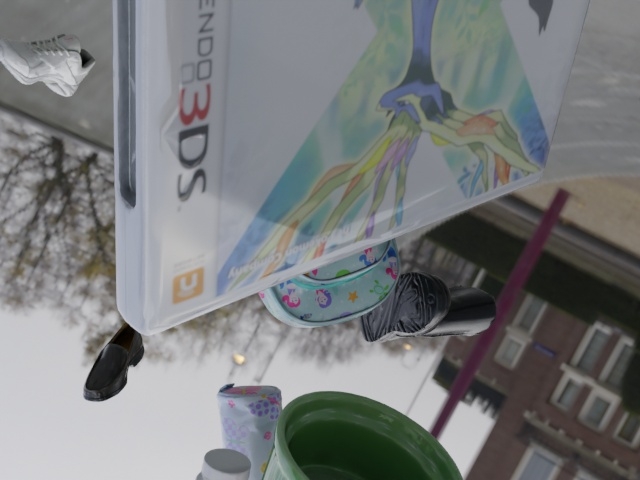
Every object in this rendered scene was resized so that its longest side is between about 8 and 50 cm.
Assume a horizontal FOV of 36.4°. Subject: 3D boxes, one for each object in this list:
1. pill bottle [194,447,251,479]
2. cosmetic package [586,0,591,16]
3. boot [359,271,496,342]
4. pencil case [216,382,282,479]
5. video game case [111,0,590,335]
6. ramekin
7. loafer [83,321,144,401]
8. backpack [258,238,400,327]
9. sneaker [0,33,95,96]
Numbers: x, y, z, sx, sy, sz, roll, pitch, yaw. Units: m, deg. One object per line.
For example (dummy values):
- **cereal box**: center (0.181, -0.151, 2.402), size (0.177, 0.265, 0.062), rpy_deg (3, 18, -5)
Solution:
- **pill bottle**: center (-0.139, 0.358, 1.326), size (0.078, 0.137, 0.078), rpy_deg (11, -163, -4)
- **cosmetic package**: center (0.302, -0.382, 1.542), size (0.224, 0.225, 0.138), rpy_deg (7, -166, -34)
- **boot**: center (0.203, 0.105, 1.581), size (0.207, 0.094, 0.246), rpy_deg (-4, 164, -26)
- **pencil case**: center (-0.119, 0.385, 1.688), size (0.124, 0.273, 0.113), rpy_deg (-2, 180, 41)
- **video game case**: center (0.039, -0.124, 0.524), size (0.329, 0.300, 0.036), rpy_deg (-21, -137, -35)
- **ramekin**: center (0.052, 0.379, 1.469), size (0.303, 0.148, 0.303), rpy_deg (20, -157, -9)
- **loafer**: center (-0.320, 0.184, 1.494), size (0.062, 0.061, 0.170), rpy_deg (6, -153, 6)
- **backpack**: center (0.000, 0.000, 1.434), size (0.225, 0.254, 0.191), rpy_deg (-16, -179, -17)
- **sneaker**: center (-0.506, -0.347, 1.803), size (0.090, 0.115, 0.232), rpy_deg (53, -165, 13)
